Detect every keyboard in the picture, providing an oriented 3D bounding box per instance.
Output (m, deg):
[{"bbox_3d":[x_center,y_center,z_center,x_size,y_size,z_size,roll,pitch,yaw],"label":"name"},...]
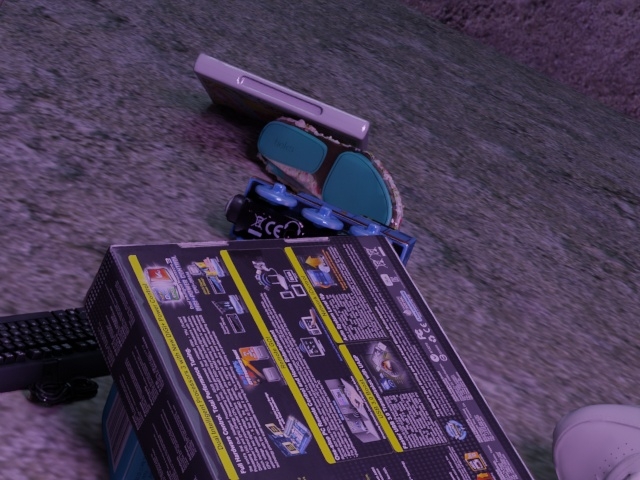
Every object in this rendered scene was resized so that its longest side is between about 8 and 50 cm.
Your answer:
[{"bbox_3d":[-0.199,0.078,0.925,0.108,0.023,0.180,34,23,31],"label":"keyboard"}]

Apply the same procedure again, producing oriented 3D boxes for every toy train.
[{"bbox_3d":[0.000,0.000,1.274,0.184,0.080,0.105,23,10,10],"label":"toy train"}]

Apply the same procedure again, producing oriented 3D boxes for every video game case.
[{"bbox_3d":[-0.042,-0.152,1.588,0.206,0.026,0.227,23,-2,2],"label":"video game case"}]

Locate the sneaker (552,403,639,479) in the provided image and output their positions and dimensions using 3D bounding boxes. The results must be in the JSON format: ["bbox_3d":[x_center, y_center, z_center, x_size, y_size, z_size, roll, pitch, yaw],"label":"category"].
[{"bbox_3d":[0.251,0.207,0.921,0.152,0.114,0.305,8,23,-38],"label":"sneaker"}]

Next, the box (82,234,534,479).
[{"bbox_3d":[0.002,0.115,0.813,0.216,0.060,0.270,-4,49,-35],"label":"box"}]

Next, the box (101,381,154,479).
[{"bbox_3d":[-0.017,0.142,0.891,0.244,0.060,0.100,14,22,-21],"label":"box"}]

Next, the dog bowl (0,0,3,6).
[{"bbox_3d":[-0.510,-0.254,1.287,0.408,0.150,0.408,19,20,-7],"label":"dog bowl"}]

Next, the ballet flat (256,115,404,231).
[{"bbox_3d":[0.024,-0.066,1.464,0.077,0.091,0.241,24,13,-49],"label":"ballet flat"}]
